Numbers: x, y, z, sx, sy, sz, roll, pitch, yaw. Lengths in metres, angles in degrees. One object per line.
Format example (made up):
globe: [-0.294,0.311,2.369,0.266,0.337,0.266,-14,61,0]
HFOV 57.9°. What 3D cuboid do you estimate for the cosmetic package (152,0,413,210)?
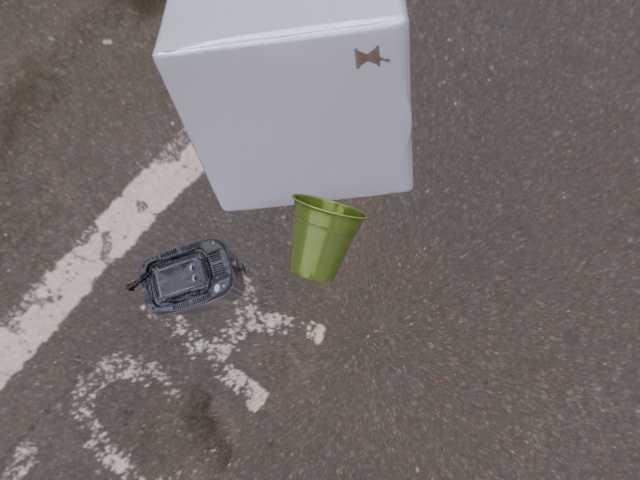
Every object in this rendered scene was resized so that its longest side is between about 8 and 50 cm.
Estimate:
cosmetic package: [-0.030,-0.310,0.932,0.327,0.329,0.393,-5,54,6]

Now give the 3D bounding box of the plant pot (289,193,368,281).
plant pot: [0.000,0.000,0.615,0.083,0.083,0.079,17,101,7]

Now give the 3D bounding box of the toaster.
toaster: [-0.263,0.085,1.191,0.227,0.146,0.129,-19,75,6]
